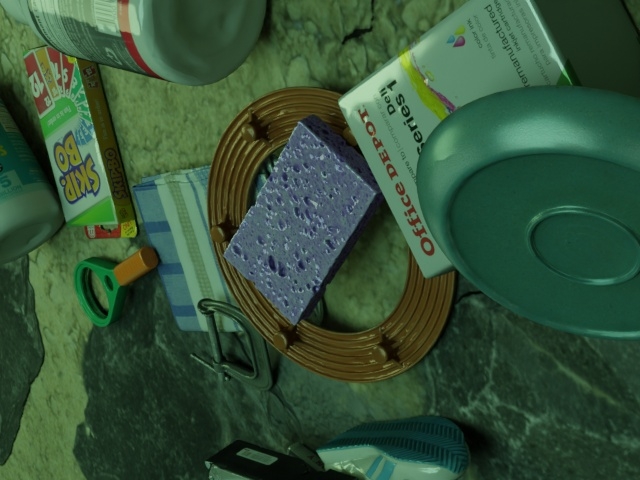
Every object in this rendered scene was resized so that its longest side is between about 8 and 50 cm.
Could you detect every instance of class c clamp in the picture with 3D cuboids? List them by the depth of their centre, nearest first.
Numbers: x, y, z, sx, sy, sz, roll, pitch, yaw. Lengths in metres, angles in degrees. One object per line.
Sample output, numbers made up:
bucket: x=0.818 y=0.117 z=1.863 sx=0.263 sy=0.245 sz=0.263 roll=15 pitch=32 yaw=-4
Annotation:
c clamp: x=-0.113 y=0.123 z=2.028 sx=0.137 sy=0.022 sz=0.161 roll=30 pitch=145 yaw=26

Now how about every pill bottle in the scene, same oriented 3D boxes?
pill bottle: x=-0.224 y=-0.281 z=1.893 sx=0.318 sy=0.176 sz=0.176 roll=19 pitch=119 yaw=44
pill bottle: x=-0.461 y=-0.106 z=2.265 sx=0.264 sy=0.146 sz=0.146 roll=57 pitch=139 yaw=14

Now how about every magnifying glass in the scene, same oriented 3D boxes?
magnifying glass: x=-0.262 y=0.050 z=2.180 sx=0.231 sy=0.026 sz=0.092 roll=-30 pitch=83 yaw=60

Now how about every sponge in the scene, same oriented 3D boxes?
sponge: x=-0.017 y=-0.020 z=1.793 sx=0.117 sy=0.031 sz=0.210 roll=45 pitch=130 yaw=17

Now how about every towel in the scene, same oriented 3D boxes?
towel: x=-0.111 y=0.008 z=2.002 sx=0.285 sy=0.034 sz=0.209 roll=-6 pitch=103 yaw=52

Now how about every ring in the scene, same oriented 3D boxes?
ring: x=0.000 y=0.000 z=1.830 sx=0.336 sy=0.032 sz=0.337 roll=15 pitch=116 yaw=34

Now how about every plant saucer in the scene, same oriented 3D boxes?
plant saucer: x=0.229 y=-0.006 z=1.450 sx=0.317 sy=0.044 sz=0.317 roll=14 pitch=146 yaw=10

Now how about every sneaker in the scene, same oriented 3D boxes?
sneaker: x=0.091 y=0.249 z=1.841 sx=0.228 sy=0.087 sz=0.092 roll=-11 pitch=104 yaw=57

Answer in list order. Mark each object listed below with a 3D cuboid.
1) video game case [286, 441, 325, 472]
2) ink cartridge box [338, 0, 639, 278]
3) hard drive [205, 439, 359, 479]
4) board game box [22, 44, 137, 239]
video game case: x=0.017 y=0.366 z=2.014 sx=0.183 sy=0.023 sz=0.201 roll=33 pitch=128 yaw=36
ink cartridge box: x=0.169 y=-0.110 z=1.559 sx=0.278 sy=0.117 sz=0.201 roll=-33 pitch=81 yaw=50
hard drive: x=0.000 y=0.405 z=1.957 sx=0.237 sy=0.064 sz=0.339 roll=10 pitch=125 yaw=52
board game box: x=-0.306 y=-0.124 z=2.171 sx=0.124 sy=0.039 sz=0.259 roll=-2 pitch=107 yaw=50
